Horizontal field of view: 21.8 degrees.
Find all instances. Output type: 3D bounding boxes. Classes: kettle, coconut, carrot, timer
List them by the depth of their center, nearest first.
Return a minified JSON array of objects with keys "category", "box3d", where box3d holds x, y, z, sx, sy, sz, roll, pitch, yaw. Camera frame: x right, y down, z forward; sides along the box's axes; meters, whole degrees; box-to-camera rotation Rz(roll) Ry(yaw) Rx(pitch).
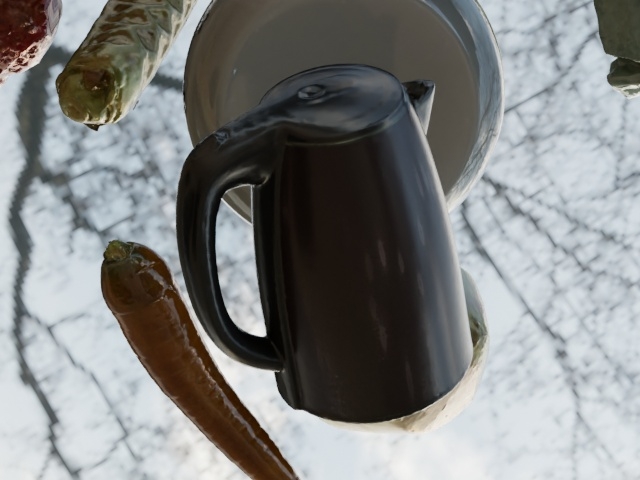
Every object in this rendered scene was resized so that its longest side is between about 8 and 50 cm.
[{"category":"kettle","box3d":[0.000,0.000,1.146,0.144,0.202,0.232,-130,-156,-54]},{"category":"carrot","box3d":[-0.100,0.112,1.345,0.271,0.066,0.062,60,5,-17]},{"category":"coconut","box3d":[0.060,0.081,1.391,0.183,0.171,0.171,-12,-75,50]},{"category":"timer","box3d":[0.017,-0.135,1.397,0.285,0.285,0.285,32,-43,36]}]

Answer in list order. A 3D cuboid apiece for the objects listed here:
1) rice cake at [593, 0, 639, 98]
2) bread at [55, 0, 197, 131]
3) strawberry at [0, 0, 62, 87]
[{"category":"rice cake","box3d":[0.220,-0.276,1.247,0.066,0.063,0.336,-10,-91,37]},{"category":"bread","box3d":[-0.166,-0.219,1.590,0.077,0.367,0.084,28,-55,-5]},{"category":"strawberry","box3d":[-0.417,-0.267,1.798,0.261,0.257,0.261,-177,-90,-75]}]
